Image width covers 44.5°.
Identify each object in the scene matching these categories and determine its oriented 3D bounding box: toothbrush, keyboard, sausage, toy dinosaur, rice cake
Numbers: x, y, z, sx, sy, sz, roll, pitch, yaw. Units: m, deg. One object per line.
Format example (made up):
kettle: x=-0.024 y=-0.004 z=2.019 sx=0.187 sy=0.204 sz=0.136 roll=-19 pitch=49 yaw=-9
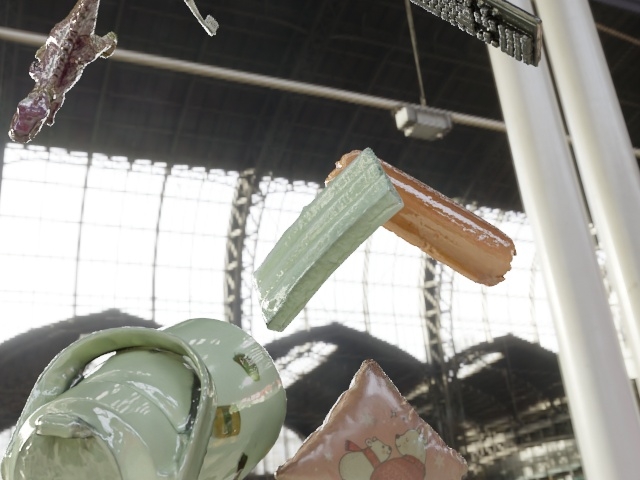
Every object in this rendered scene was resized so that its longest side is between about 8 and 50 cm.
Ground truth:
toothbrush: x=-0.247 y=-0.448 z=1.404 sx=0.024 sy=0.026 sz=0.288 roll=31 pitch=-4 yaw=22
keyboard: x=0.146 y=-0.267 z=0.861 sx=0.025 sy=0.230 sz=0.094 roll=-48 pitch=-26 yaw=-8
sausage: x=0.142 y=-0.033 z=1.103 sx=0.289 sy=0.086 sz=0.086 roll=31 pitch=-24 yaw=10
toy dinosaur: x=-0.281 y=-0.231 z=0.907 sx=0.072 sy=0.200 sz=0.251 roll=39 pitch=-82 yaw=-19
rice cake: x=0.000 y=0.000 z=0.943 sx=0.043 sy=0.127 sz=0.237 roll=34 pitch=-72 yaw=-26

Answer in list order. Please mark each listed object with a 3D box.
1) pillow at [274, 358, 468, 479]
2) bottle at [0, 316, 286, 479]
pillow: x=0.076 y=0.323 z=1.094 sx=0.223 sy=0.236 sz=0.084 roll=-43 pitch=7 yaw=-25
bottle: x=-0.190 y=0.202 z=0.830 sx=0.229 sy=0.229 sz=0.351 roll=-15 pitch=0 yaw=18
